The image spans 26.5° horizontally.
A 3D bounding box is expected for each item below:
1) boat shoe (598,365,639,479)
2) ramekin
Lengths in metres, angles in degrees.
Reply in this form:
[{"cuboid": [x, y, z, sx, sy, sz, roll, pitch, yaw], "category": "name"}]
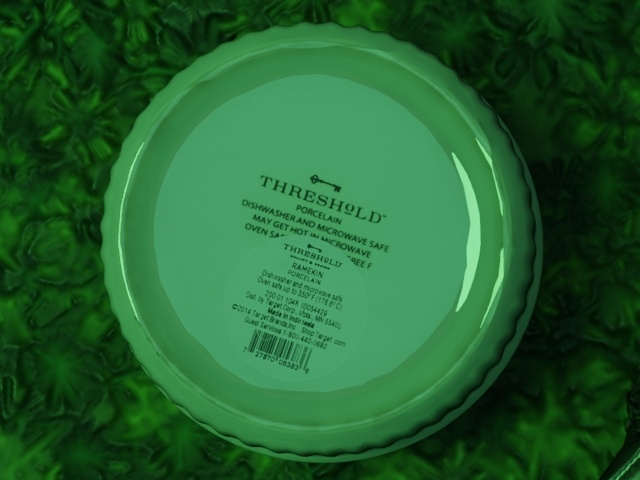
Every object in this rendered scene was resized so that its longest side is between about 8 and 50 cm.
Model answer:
[{"cuboid": [0.164, 0.076, 0.625, 0.152, 0.056, 0.049, -42, 81, -9], "category": "boat shoe"}, {"cuboid": [0.000, 0.000, 0.605, 0.207, 0.109, 0.207, 0, 87, 2], "category": "ramekin"}]
